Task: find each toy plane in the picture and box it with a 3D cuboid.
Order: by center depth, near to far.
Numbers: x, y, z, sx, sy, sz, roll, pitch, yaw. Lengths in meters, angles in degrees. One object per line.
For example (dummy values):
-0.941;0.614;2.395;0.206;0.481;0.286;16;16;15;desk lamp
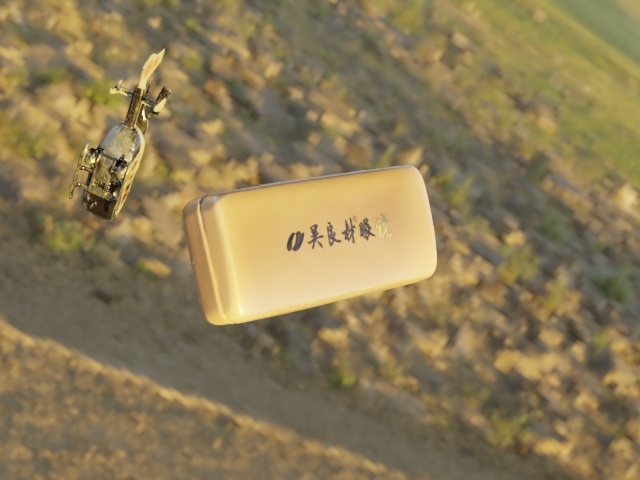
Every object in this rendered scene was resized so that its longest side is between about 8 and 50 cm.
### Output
-0.115;-0.055;0.922;0.031;0.121;0.049;26;29;7;toy plane

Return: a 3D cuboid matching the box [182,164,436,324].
0.000;0.000;0.584;0.115;0.025;0.048;-9;85;-47;box
